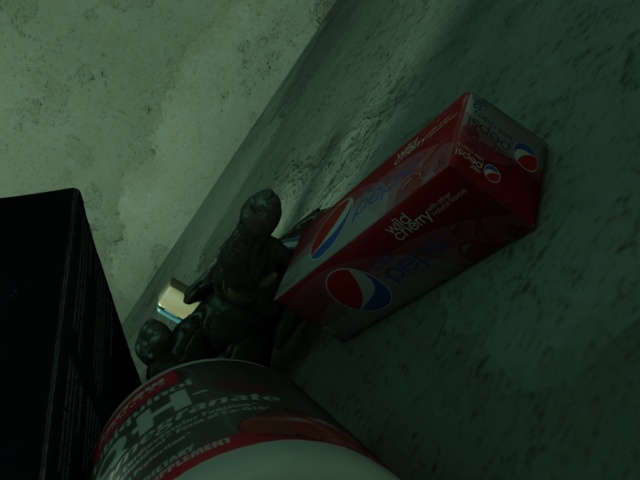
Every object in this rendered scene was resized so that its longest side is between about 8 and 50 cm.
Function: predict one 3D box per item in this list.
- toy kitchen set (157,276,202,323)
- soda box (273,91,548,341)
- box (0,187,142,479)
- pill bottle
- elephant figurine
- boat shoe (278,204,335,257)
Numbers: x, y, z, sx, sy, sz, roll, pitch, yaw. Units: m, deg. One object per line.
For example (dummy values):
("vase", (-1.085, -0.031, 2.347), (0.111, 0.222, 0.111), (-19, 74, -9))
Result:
("toy kitchen set", (-0.197, 0.170, 1.024), (0.166, 0.122, 0.207), (-56, 15, 4))
("soda box", (0.065, -0.008, 0.639), (0.263, 0.083, 0.092), (-40, 22, 49))
("box", (-0.257, 0.189, 0.618), (0.343, 0.179, 0.312), (-104, 7, -48))
("pill bottle", (-0.056, 0.171, 0.470), (0.176, 0.176, 0.318), (-59, 15, -7))
("elephant figurine", (-0.076, 0.063, 0.811), (0.239, 0.169, 0.186), (-62, 29, 4))
("boat shoe", (0.000, 0.000, 0.885), (0.183, 0.066, 0.066), (-18, 36, 52))
